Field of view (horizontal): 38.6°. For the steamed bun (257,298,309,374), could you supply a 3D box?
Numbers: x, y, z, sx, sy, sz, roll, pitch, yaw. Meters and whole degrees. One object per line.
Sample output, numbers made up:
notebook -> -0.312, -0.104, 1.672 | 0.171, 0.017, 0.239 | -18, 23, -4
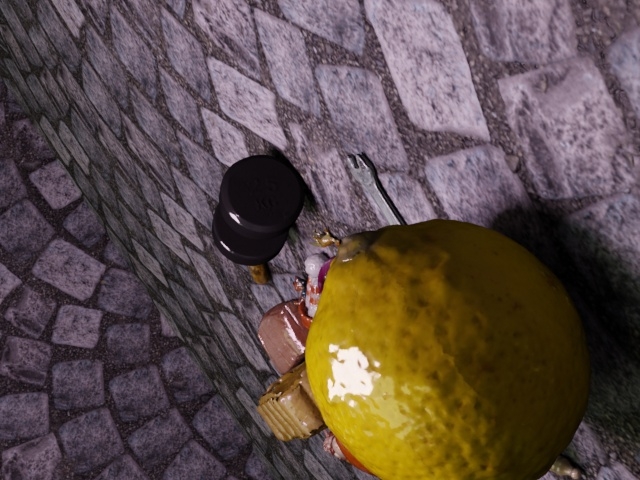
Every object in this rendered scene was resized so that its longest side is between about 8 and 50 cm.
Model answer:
steamed bun -> -0.065, 0.212, 2.065 | 0.145, 0.106, 0.175 | 57, 146, 12

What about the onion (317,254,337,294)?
onion -> 0.044, 0.083, 1.630 | 0.115, 0.104, 0.115 | 10, 113, 24

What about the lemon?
lemon -> 0.151, 0.142, 1.145 | 0.387, 0.350, 0.350 | 58, 160, -18

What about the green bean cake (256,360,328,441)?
green bean cake -> -0.002, 0.314, 1.904 | 0.131, 0.224, 0.229 | 55, 156, 1

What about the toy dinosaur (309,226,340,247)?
toy dinosaur -> -0.001, -0.003, 1.702 | 0.041, 0.026, 0.113 | 46, 155, -26

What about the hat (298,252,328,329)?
hat -> 0.004, 0.096, 1.789 | 0.112, 0.093, 0.162 | 24, 125, 39

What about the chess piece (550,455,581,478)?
chess piece -> 0.363, 0.344, 1.416 | 0.092, 0.035, 0.035 | 23, 142, 50

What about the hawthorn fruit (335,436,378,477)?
hawthorn fruit -> 0.136, 0.352, 1.704 | 0.211, 0.211, 0.299 | 44, 167, 29

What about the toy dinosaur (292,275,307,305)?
toy dinosaur -> -0.011, 0.138, 1.899 | 0.055, 0.049, 0.154 | -44, 78, 28

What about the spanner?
spanner -> 0.128, -0.009, 1.429 | 0.302, 0.017, 0.071 | 57, 160, -2

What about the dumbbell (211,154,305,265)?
dumbbell -> -0.122, -0.053, 1.721 | 0.152, 0.152, 0.218 | 53, 159, 8

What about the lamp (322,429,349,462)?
lamp -> 0.066, 0.457, 2.121 | 0.118, 0.118, 0.253 | 57, 158, -4

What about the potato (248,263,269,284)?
potato -> -0.142, 0.066, 2.095 | 0.051, 0.040, 0.083 | -113, -2, -54
